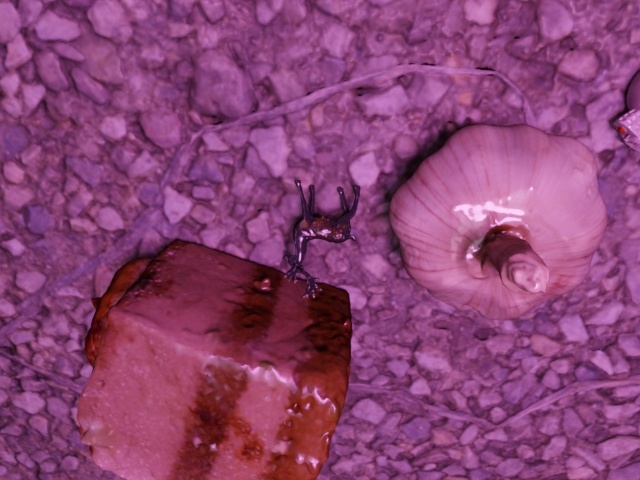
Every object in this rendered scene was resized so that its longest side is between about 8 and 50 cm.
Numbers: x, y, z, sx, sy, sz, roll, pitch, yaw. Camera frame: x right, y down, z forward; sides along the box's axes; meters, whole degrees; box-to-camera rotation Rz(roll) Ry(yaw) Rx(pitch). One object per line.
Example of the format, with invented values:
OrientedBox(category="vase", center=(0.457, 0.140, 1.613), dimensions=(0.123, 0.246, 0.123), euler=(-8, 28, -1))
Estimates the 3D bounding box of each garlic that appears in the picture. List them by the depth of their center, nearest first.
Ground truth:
OrientedBox(category="garlic", center=(0.165, -0.001, 0.375), dimensions=(0.199, 0.226, 0.199), euler=(2, 108, 8))

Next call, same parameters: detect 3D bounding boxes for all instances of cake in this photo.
OrientedBox(category="cake", center=(-0.124, 0.125, 0.466), dimensions=(0.293, 0.199, 0.196), euler=(21, 114, -2))

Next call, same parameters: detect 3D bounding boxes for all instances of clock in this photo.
OrientedBox(category="clock", center=(0.345, -0.111, 0.413), dimensions=(0.129, 0.041, 0.087), euler=(33, 107, -3))

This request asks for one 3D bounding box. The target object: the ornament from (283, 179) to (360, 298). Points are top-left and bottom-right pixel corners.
OrientedBox(category="ornament", center=(0.000, 0.000, 0.461), dimensions=(0.073, 0.028, 0.125), euler=(8, 78, 1))
